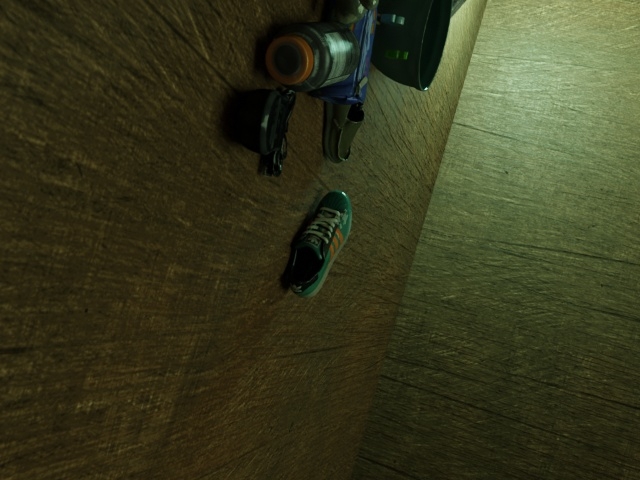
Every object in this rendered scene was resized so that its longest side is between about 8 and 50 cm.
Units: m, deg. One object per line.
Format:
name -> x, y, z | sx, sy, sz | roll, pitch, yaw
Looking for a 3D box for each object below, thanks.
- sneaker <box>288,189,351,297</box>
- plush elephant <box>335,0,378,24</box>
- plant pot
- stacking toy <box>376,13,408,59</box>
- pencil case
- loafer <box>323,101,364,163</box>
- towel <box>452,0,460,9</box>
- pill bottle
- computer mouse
sneaker -> 0.000, 0.000, 1.744 | 0.121, 0.108, 0.302 | 59, 50, -72
plush elephant -> 0.065, -0.543, 1.239 | 0.330, 0.272, 0.255 | 55, 32, -32
plant pot -> 0.211, -0.555, 1.768 | 0.293, 0.196, 0.293 | 16, 90, -72
stacking toy -> 0.139, -0.513, 1.577 | 0.052, 0.221, 0.167 | 0, 106, -45
pencil case -> 0.067, -0.453, 1.526 | 0.119, 0.133, 0.306 | 0, 106, -44
loafer -> 0.062, -0.296, 1.713 | 0.251, 0.087, 0.094 | 87, 25, -45
towel -> 0.383, -0.710, 2.108 | 0.332, 0.053, 0.317 | -46, -178, 23
pill bottle -> -0.019, -0.364, 1.334 | 0.246, 0.130, 0.130 | -39, 141, -61
computer mouse -> -0.111, -0.220, 1.294 | 0.272, 0.072, 0.188 | -30, 132, -83
